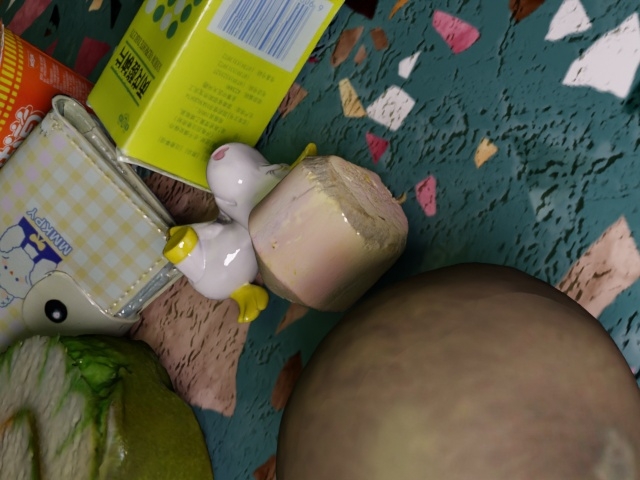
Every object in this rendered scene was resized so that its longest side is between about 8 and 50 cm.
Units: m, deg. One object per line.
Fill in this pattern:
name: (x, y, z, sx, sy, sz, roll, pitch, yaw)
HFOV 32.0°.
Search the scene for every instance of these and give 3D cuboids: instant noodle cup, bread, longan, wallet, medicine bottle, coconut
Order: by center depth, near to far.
longan: (0.087, 0.134, 0.652, 0.248, 0.248, 0.248, -26, 53, 40)
coconut: (0.000, 0.000, 0.909, 0.122, 0.116, 0.116, -42, 44, 24)
bread: (-0.253, 0.275, 1.055, 0.382, 0.129, 0.366, -31, 52, 38)
medicine bottle: (-0.106, -0.187, 1.112, 0.250, 0.141, 0.137, -56, 41, 13)
wallet: (-0.293, 0.027, 1.186, 0.309, 0.077, 0.223, -42, 87, 27)
instant noodle cup: (-0.319, -0.129, 1.272, 0.193, 0.212, 0.193, -26, 53, 40)

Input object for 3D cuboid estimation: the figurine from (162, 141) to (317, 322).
figurine: (-0.059, -0.021, 1.024, 0.129, 0.109, 0.178, 40, 104, 24)
